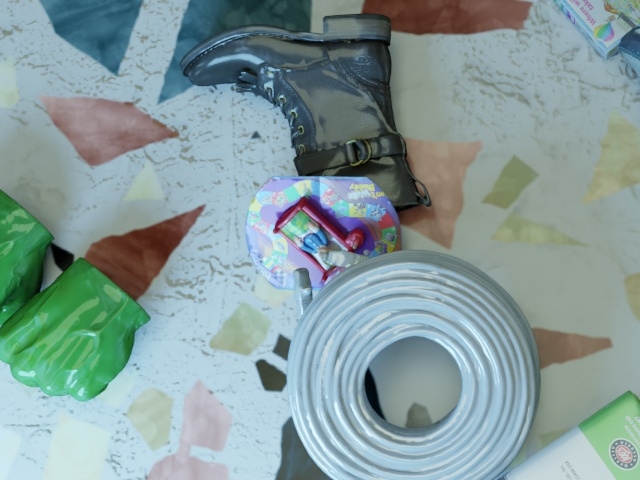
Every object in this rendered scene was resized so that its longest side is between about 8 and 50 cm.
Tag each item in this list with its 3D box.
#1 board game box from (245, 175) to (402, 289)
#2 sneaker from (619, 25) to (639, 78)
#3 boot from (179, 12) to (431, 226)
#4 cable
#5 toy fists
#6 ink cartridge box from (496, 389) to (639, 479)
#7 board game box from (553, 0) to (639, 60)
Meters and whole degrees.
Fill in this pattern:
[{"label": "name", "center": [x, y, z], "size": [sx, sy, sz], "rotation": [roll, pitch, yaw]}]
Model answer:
[{"label": "board game box", "center": [0.000, 0.000, 1.425], "size": [0.169, 0.033, 0.133], "rotation": [1, 115, 10]}, {"label": "sneaker", "center": [0.376, -0.093, 1.382], "size": [0.122, 0.110, 0.283], "rotation": [-37, 70, 13]}, {"label": "boot", "center": [-0.021, -0.117, 1.467], "size": [0.263, 0.091, 0.229], "rotation": [-7, 85, 16]}, {"label": "cable", "center": [0.094, 0.138, 1.363], "size": [0.257, 0.089, 0.257], "rotation": [0, 92, 3]}, {"label": "toy fists", "center": [-0.320, 0.063, 1.474], "size": [0.279, 0.096, 0.142], "rotation": [38, 77, 16]}, {"label": "ink cartridge box", "center": [0.244, 0.305, 1.312], "size": [0.273, 0.115, 0.198], "rotation": [-34, 74, 1]}, {"label": "board game box", "center": [0.301, -0.285, 1.475], "size": [0.103, 0.026, 0.154], "rotation": [-37, 75, 0]}]
